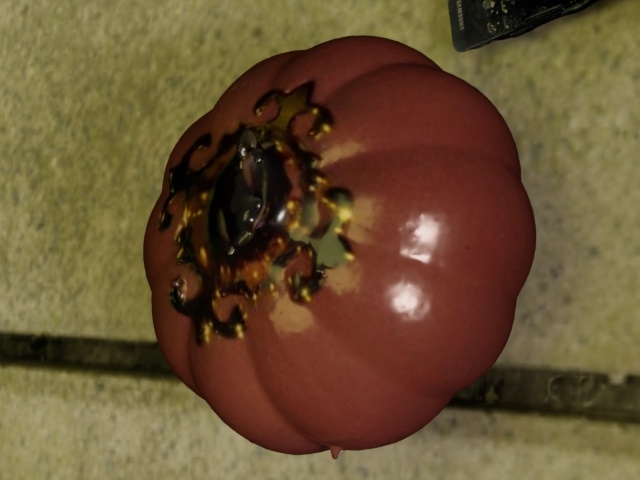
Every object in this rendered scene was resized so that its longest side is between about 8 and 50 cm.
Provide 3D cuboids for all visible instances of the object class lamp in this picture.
[{"bbox_3d":[0.000,0.000,0.740,0.182,0.140,0.182,-16,66,39],"label":"lamp"}]

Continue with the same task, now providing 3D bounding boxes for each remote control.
[{"bbox_3d":[0.097,-0.110,0.763,0.096,0.014,0.039,-18,68,37],"label":"remote control"}]
